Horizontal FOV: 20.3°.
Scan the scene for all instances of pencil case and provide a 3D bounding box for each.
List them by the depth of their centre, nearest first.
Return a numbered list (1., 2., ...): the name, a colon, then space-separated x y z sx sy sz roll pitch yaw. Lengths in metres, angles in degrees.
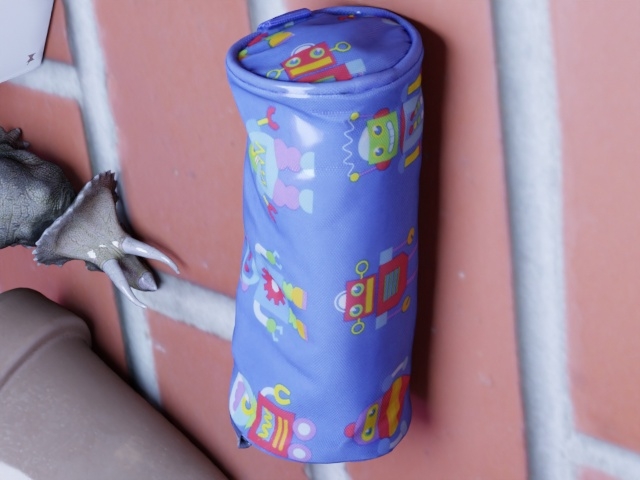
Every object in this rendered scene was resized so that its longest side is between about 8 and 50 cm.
1. pencil case: 0.000 0.000 1.135 0.133 0.119 0.306 36 137 41

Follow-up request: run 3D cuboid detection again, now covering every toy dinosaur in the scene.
1. toy dinosaur: -0.274 -0.029 1.365 0.160 0.313 0.121 -164 81 -70

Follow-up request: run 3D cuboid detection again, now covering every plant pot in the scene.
1. plant pot: -0.204 0.201 1.417 0.229 0.263 0.263 28 134 13

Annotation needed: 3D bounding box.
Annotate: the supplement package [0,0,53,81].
1. supplement package: -0.331 -0.212 1.319 0.203 0.194 0.149 43 138 22
